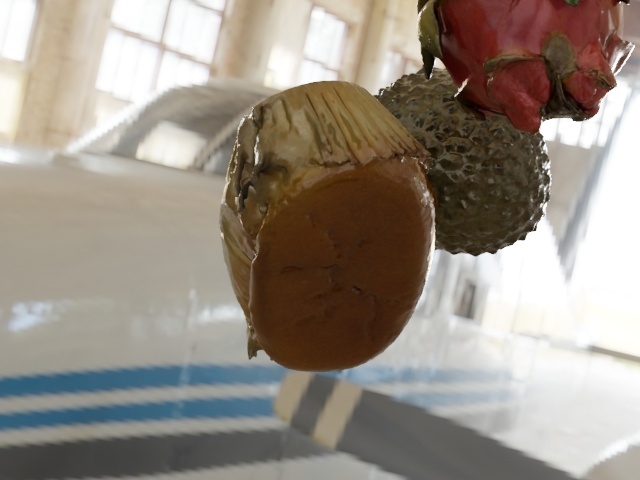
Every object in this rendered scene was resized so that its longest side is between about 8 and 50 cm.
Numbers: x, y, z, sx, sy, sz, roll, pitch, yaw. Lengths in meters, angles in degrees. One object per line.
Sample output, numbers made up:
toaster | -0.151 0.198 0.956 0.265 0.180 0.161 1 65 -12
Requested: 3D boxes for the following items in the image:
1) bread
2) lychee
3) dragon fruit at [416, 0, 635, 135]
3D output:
bread | 0.012 -0.005 1.687 0.236 0.388 0.183 -20 54 -15
lychee | 0.165 -0.096 1.856 0.274 0.255 0.255 -10 13 -34
dragon fruit | 0.204 -0.214 1.451 0.224 0.224 0.227 13 39 -1
